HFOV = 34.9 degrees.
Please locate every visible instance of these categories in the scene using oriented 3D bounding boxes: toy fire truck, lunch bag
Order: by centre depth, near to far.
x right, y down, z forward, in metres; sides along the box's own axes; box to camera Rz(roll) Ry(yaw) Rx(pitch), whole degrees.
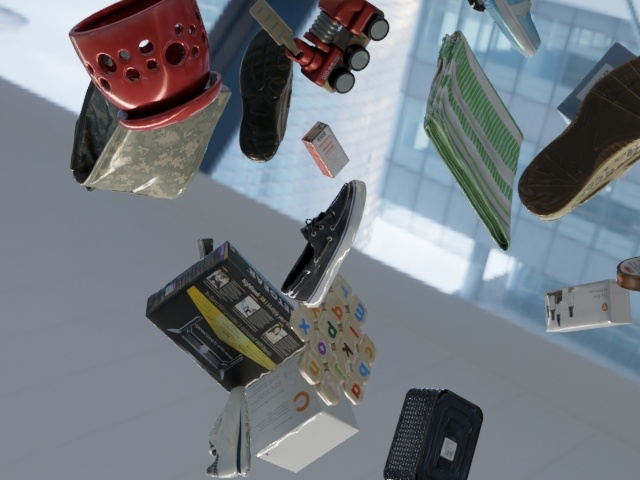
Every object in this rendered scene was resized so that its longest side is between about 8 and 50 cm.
[{"bbox_3d":[-0.349,-0.222,2.019,0.235,0.287,0.169,8,-156,-46],"label":"lunch bag"},{"bbox_3d":[-0.009,-0.478,2.273,0.246,0.217,0.158,23,-163,-40],"label":"toy fire truck"}]

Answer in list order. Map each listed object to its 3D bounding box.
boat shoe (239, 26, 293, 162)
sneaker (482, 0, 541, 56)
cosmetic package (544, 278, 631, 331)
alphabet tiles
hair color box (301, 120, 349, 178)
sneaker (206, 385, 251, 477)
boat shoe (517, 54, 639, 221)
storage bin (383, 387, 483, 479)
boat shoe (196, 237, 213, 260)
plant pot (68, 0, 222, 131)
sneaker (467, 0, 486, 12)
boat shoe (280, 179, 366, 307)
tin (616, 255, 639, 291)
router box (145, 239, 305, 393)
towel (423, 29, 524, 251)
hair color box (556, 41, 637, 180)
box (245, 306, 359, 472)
[{"bbox_3d":[-0.124,-0.350,2.418,0.123,0.324,0.120,15,-160,11],"label":"boat shoe"},{"bbox_3d":[0.454,-0.581,2.252,0.208,0.319,0.127,-33,-162,5],"label":"sneaker"},{"bbox_3d":[0.593,0.148,2.279,0.060,0.098,0.239,1,170,-23],"label":"cosmetic package"},{"bbox_3d":[0.029,0.214,2.232,0.021,0.278,0.284,-17,-146,34],"label":"alphabet tiles"},{"bbox_3d":[0.014,-0.233,2.633,0.043,0.141,0.072,26,-112,43],"label":"hair color box"},{"bbox_3d":[-0.205,0.423,2.279,0.095,0.090,0.235,-6,-138,4],"label":"sneaker"},{"bbox_3d":[0.383,-0.139,1.359,0.104,0.285,0.089,53,-167,24],"label":"boat shoe"},{"bbox_3d":[0.199,0.358,1.785,0.122,0.180,0.084,32,156,-32],"label":"storage bin"},{"bbox_3d":[-0.261,0.061,2.384,0.040,0.142,0.049,-12,-158,-12],"label":"boat shoe"},{"bbox_3d":[-0.251,-0.266,1.503,0.191,0.174,0.191,-16,-154,8],"label":"plant pot"},{"bbox_3d":[0.370,-0.636,2.404,0.094,0.208,0.081,-17,177,-43],"label":"sneaker"},{"bbox_3d":[0.000,0.000,1.627,0.076,0.228,0.080,18,-156,-18],"label":"boat shoe"},{"bbox_3d":[0.677,0.057,2.007,0.190,0.040,0.106,-10,-164,0],"label":"tin"},{"bbox_3d":[-0.205,0.183,2.325,0.309,0.243,0.081,48,-164,-26],"label":"router box"},{"bbox_3d":[0.245,-0.168,1.580,0.038,0.248,0.325,-23,-155,26],"label":"towel"},{"bbox_3d":[0.653,-0.272,2.229,0.113,0.185,0.374,46,-170,25],"label":"hair color box"},{"bbox_3d":[-0.075,0.369,2.571,0.168,0.215,0.345,35,-155,-44],"label":"box"}]
